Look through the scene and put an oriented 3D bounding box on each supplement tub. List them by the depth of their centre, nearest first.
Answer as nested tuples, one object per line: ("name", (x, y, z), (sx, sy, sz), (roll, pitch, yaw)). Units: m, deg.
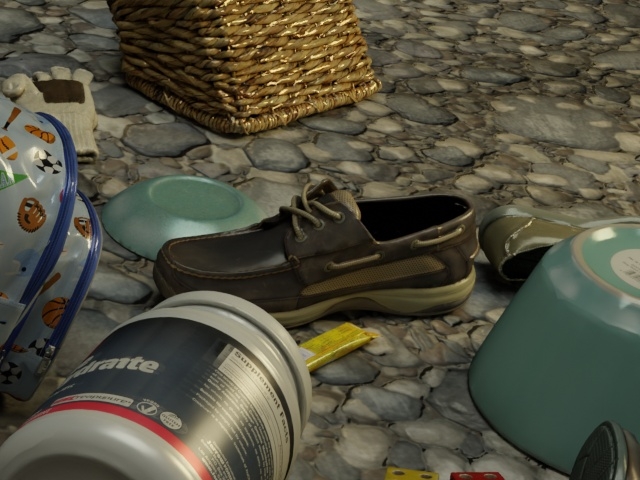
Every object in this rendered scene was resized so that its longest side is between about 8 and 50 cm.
("supplement tub", (-0.128, 0.170, 1.566), (0.191, 0.191, 0.272), (17, 27, 12))

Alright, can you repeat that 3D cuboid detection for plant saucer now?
("plant saucer", (-0.136, -0.030, 2.129), (0.195, 0.037, 0.195), (8, 26, -4))

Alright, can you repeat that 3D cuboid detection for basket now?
("basket", (-0.107, -0.244, 2.497), (0.213, 0.223, 0.299), (-11, 8, 41))

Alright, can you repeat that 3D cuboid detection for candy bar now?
("candy bar", (-0.001, 0.108, 1.928), (0.040, 0.018, 0.161), (23, 29, 30))

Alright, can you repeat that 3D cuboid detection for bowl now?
("bowl", (0.309, 0.095, 1.915), (0.311, 0.163, 0.311), (9, 28, -5))

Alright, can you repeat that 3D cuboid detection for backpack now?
("backpack", (-0.311, 0.000, 1.753), (0.213, 0.263, 0.276), (13, 22, -34))

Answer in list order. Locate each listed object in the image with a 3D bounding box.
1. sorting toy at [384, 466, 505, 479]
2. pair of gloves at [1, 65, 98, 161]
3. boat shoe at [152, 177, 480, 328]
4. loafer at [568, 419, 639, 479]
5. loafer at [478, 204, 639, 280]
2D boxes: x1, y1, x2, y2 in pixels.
("sorting toy", (0.128, 0.257, 1.638), (0.132, 0.046, 0.274), (1, 16, -17))
("pair of gloves", (-0.373, -0.157, 2.281), (0.240, 0.042, 0.204), (5, 27, -10))
("boat shoe", (0.000, 0.000, 2.015), (0.355, 0.130, 0.132), (-4, 30, -28))
("loafer", (0.258, 0.261, 1.674), (0.084, 0.096, 0.267), (28, 32, -11))
("loafer", (0.293, 0.027, 2.139), (0.251, 0.094, 0.087), (6, 38, -1))
